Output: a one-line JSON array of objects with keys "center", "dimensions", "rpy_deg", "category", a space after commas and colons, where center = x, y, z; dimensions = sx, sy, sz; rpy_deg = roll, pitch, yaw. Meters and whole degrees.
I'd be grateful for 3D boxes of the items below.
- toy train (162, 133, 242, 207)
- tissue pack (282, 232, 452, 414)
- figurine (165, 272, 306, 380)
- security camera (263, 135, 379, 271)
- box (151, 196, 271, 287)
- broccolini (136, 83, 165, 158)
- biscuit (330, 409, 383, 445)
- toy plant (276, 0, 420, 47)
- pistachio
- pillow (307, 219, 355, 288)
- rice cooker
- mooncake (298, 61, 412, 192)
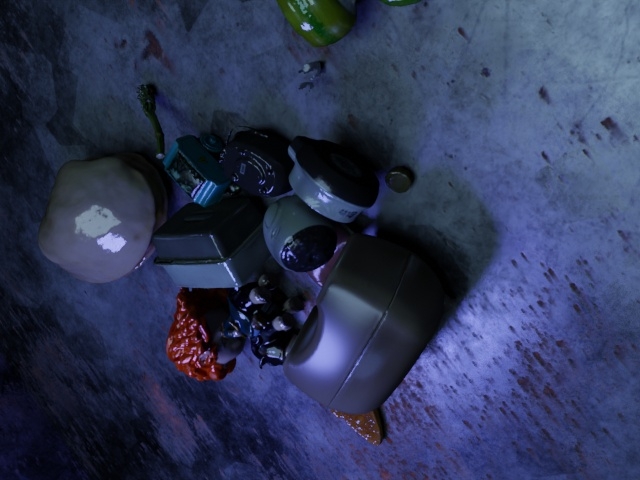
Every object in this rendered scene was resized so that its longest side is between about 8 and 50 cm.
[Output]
[{"center": [-0.288, -0.178, 1.784], "dimensions": [0.198, 0.154, 0.107], "rpy_deg": [47, 128, 9], "category": "toy train"}, {"center": [0.104, 0.200, 1.598], "dimensions": [0.277, 0.267, 0.387], "rpy_deg": [29, 127, 5], "category": "tissue pack"}, {"center": [-0.225, 0.233, 1.915], "dimensions": [0.412, 0.241, 0.306], "rpy_deg": [-8, 134, 21], "category": "figurine"}, {"center": [-0.019, -0.061, 1.557], "dimensions": [0.277, 0.197, 0.191], "rpy_deg": [-53, 51, 25], "category": "security camera"}, {"center": [-0.271, 0.005, 1.820], "dimensions": [0.290, 0.220, 0.166], "rpy_deg": [-3, 124, 38], "category": "box"}, {"center": [-0.427, -0.302, 1.829], "dimensions": [0.051, 0.054, 0.239], "rpy_deg": [64, -175, -62], "category": "broccolini"}, {"center": [0.080, 0.414, 1.875], "dimensions": [0.280, 0.043, 0.183], "rpy_deg": [52, 135, -2], "category": "biscuit"}, {"center": [0.076, -0.518, 1.357], "dimensions": [0.316, 0.184, 0.224], "rpy_deg": [-24, 102, 25], "category": "toy plant"}, {"center": [-0.615, -0.067, 2.021], "dimensions": [0.445, 0.281, 0.365], "rpy_deg": [-32, 83, 28], "category": "pistachio"}, {"center": [0.000, 0.000, 1.706], "dimensions": [0.171, 0.075, 0.179], "rpy_deg": [47, 129, 16], "category": "pillow"}, {"center": [-0.144, -0.183, 1.695], "dimensions": [0.203, 0.118, 0.142], "rpy_deg": [27, 125, 17], "category": "rice cooker"}, {"center": [0.068, -0.242, 1.549], "dimensions": [0.150, 0.057, 0.346], "rpy_deg": [-23, 94, 29], "category": "mooncake"}]
